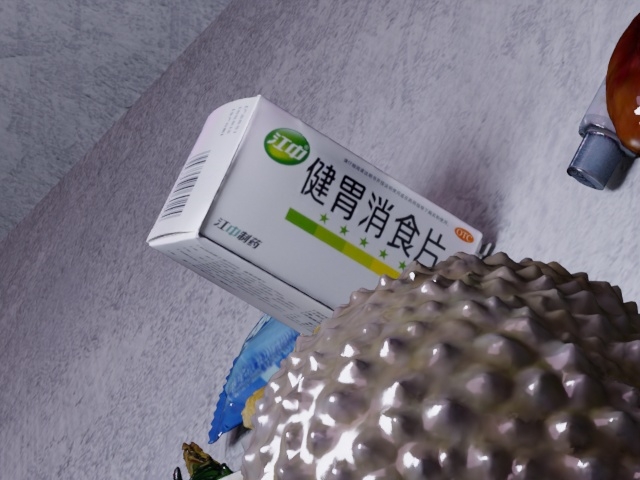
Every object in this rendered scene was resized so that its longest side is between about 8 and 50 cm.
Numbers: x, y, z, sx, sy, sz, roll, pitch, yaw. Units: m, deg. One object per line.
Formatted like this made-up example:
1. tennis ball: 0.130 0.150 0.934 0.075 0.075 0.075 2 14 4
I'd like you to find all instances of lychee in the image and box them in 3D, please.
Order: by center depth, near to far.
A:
1. lychee: 0.137 0.199 1.203 0.432 0.380 0.380 12 67 43

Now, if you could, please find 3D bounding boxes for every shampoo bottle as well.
1. shampoo bottle: 0.322 -0.151 1.784 0.214 0.072 0.072 -60 21 -13

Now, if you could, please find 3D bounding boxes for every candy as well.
1. candy: -0.034 0.120 2.150 0.331 0.077 0.187 -40 19 34

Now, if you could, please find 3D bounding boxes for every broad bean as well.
1. broad bean: 0.354 -0.169 1.665 0.156 0.122 0.228 -24 40 58

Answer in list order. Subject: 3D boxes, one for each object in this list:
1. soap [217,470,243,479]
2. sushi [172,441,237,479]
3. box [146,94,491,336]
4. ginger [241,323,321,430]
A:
1. soap: 0.057 0.244 1.516 0.281 0.143 0.259 -25 21 -2
2. sushi: -0.124 0.323 1.935 0.149 0.140 0.287 -47 22 40
3. box: 0.002 0.002 1.887 0.145 0.333 0.173 -10 52 63
4. ginger: -0.006 0.195 1.869 0.102 0.157 0.216 -27 -18 -43
